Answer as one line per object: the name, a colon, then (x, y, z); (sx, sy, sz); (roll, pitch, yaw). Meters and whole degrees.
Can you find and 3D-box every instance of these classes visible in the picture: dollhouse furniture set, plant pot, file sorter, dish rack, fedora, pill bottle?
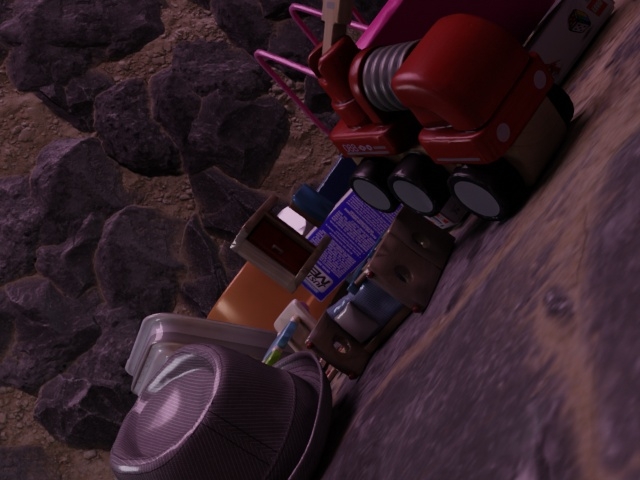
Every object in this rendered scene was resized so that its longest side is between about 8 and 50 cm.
dollhouse furniture set: (0.012, 0.017, 0.744); (0.129, 0.183, 0.129); (-54, 0, 38)
plant pot: (-0.091, 0.142, 1.490); (0.291, 0.203, 0.291); (-54, 1, 1)
file sorter: (0.095, -0.256, 0.871); (0.291, 0.182, 0.202); (-53, -41, -4)
dish rack: (-0.174, 0.227, 1.232); (0.333, 0.285, 0.072); (126, 154, -56)
fedora: (-0.111, 0.182, 0.690); (0.244, 0.124, 0.275); (-57, 17, -18)
pill bottle: (0.000, 0.000, 1.603); (0.216, 0.121, 0.121); (24, -73, -48)

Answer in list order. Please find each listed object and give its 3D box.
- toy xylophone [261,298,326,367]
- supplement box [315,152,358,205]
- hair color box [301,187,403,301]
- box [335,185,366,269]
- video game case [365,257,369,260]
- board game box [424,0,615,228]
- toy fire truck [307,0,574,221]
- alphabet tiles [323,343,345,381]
toy xylophone: (-0.098, 0.243, 0.984); (0.323, 0.081, 0.236); (-58, 2, -38)
supplement box: (0.140, -0.166, 1.850); (0.194, 0.195, 0.356); (-53, 0, 30)
hair color box: (0.096, -0.061, 1.288); (0.339, 0.110, 0.185); (-44, 2, 31)
box: (0.104, -0.065, 1.490); (0.184, 0.045, 0.191); (-51, 34, 30)
video game case: (0.058, 0.091, 1.258); (0.212, 0.023, 0.193); (-54, 0, -9)
board game box: (0.212, -0.145, 0.893); (0.305, 0.053, 0.193); (-53, -1, -4)
toy fire truck: (0.075, -0.159, 0.637); (0.158, 0.246, 0.217); (-53, 29, -18)
alphabet tiles: (0.062, 0.097, 0.966); (0.237, 0.009, 0.198); (-53, 0, -6)
